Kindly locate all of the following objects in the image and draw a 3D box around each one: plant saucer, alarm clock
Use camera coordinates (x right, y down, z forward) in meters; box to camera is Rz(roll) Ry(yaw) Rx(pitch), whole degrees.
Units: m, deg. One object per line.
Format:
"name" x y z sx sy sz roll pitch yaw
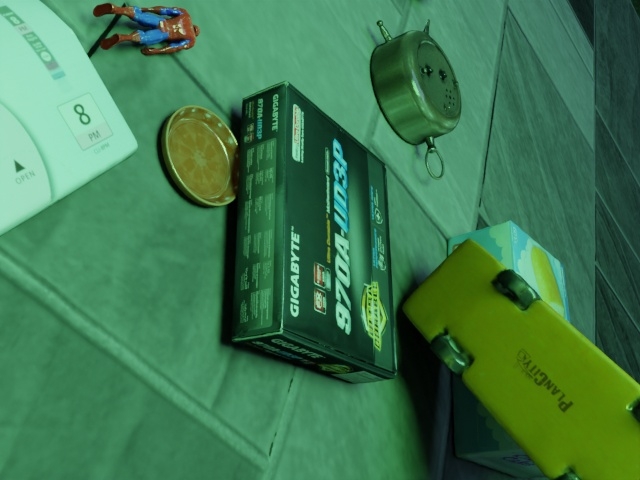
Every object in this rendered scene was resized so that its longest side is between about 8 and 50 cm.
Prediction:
"plant saucer" -0.094 -0.066 0.605 0.083 0.013 0.083 27 54 -44
"alarm clock" 0.123 -0.165 0.906 0.129 0.064 0.192 0 78 -54

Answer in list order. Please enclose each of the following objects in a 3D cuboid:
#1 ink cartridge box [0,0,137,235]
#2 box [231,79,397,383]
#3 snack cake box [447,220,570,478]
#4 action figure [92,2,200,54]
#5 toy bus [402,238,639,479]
"ink cartridge box" -0.227 -0.109 0.412 0.189 0.066 0.232 -47 117 -51
"box" 0.000 0.000 0.660 0.175 0.051 0.220 31 51 -50
"snack cake box" 0.227 0.130 0.887 0.152 0.089 0.264 31 52 -44
"action figure" -0.129 -0.164 0.590 0.115 0.030 0.038 -24 100 -60
"toy bus" 0.205 0.131 0.685 0.130 0.108 0.332 40 6 -41
